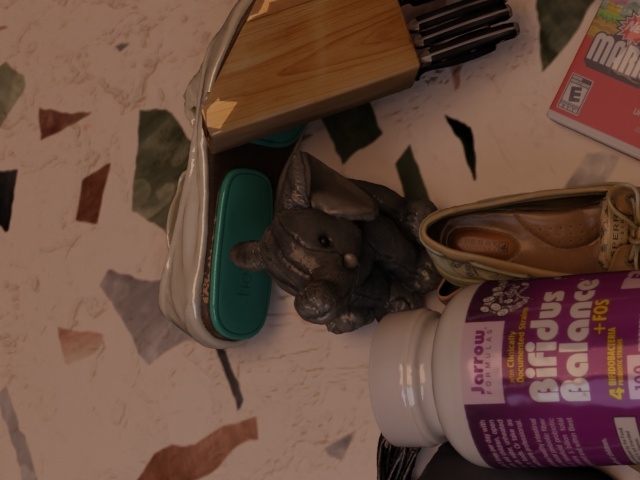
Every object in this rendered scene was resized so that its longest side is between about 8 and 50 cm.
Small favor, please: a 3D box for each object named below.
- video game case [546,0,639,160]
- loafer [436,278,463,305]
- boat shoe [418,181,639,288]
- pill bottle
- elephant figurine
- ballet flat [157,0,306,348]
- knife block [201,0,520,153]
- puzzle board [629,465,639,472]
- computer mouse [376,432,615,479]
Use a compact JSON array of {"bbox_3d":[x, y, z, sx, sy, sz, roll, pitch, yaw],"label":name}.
[{"bbox_3d":[0.356,-0.202,1.764,0.204,0.025,0.285,28,94,30],"label":"video game case"},{"bbox_3d":[0.156,0.013,1.822,0.045,0.039,0.125,40,100,31],"label":"loafer"},{"bbox_3d":[0.233,0.002,1.736,0.285,0.089,0.104,-5,76,15],"label":"boat shoe"},{"bbox_3d":[0.203,0.115,1.682,0.302,0.169,0.169,-5,78,25],"label":"pill bottle"},{"bbox_3d":[0.000,0.000,1.789,0.186,0.239,0.169,0,83,36],"label":"elephant figurine"},{"bbox_3d":[-0.095,-0.091,1.942,0.139,0.139,0.400,9,85,30],"label":"ballet flat"},{"bbox_3d":[0.044,-0.171,1.831,0.242,0.088,0.275,25,80,3],"label":"knife block"},{"bbox_3d":[0.321,0.156,1.720,0.096,0.011,0.128,31,97,29],"label":"puzzle board"},{"bbox_3d":[0.155,0.257,1.756,0.272,0.072,0.188,4,81,29],"label":"computer mouse"}]
